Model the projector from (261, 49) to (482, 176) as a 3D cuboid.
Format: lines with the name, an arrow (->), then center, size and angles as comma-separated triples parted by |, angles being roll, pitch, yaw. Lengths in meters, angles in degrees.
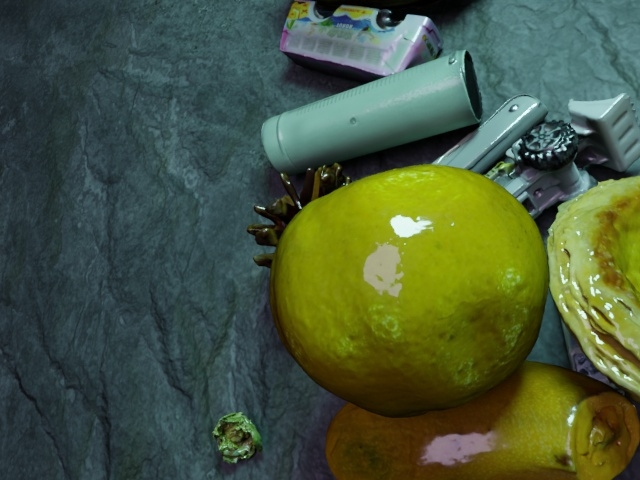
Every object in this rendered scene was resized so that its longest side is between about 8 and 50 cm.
projector -> 0.072, -0.189, 0.832 | 0.338, 0.108, 0.108 | -12, 68, 28

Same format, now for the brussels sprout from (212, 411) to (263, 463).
brussels sprout -> -0.127, 0.300, 0.816 | 0.085, 0.058, 0.085 | 1, 99, 7

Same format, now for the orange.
orange -> 0.086, 0.050, 0.541 | 0.279, 0.279, 0.234 | -16, 86, 24

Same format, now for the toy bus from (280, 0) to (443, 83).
toy bus -> 0.062, -0.333, 0.905 | 0.274, 0.090, 0.112 | 25, 92, 33

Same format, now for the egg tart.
egg tart -> 0.364, 0.069, 0.533 | 0.320, 0.128, 0.318 | 5, 52, -6

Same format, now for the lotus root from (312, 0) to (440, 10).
lotus root -> 0.102, -0.476, 0.866 | 0.398, 0.196, 0.179 | 10, 82, 32

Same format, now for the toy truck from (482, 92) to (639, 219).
toy truck -> 0.260, -0.069, 0.681 | 0.286, 0.136, 0.111 | -40, 38, 11

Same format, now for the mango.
mango -> 0.159, 0.215, 0.603 | 0.360, 0.187, 0.143 | -20, 95, 29

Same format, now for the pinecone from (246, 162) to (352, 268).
pinecone -> -0.002, -0.002, 0.767 | 0.202, 0.201, 0.229 | -41, 32, -5

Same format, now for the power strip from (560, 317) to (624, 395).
power strip -> 0.331, 0.088, 0.640 | 0.082, 0.035, 0.191 | -13, 68, 25

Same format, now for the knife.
knife -> 0.204, -0.113, 0.777 | 0.266, 0.041, 0.073 | -41, 42, 11
